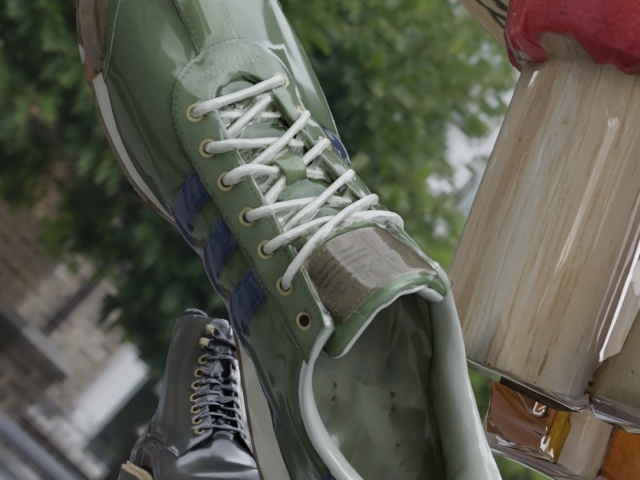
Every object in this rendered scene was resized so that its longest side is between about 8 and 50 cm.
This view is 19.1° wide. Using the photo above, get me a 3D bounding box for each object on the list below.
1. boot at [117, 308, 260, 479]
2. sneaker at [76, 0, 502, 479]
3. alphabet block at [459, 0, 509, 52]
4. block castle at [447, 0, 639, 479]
[{"bbox_3d":[-0.067,0.109,1.205,0.077,0.137,0.198,20,-10,-29],"label":"boot"},{"bbox_3d":[0.000,0.000,0.516,0.086,0.064,0.192,7,-60,61],"label":"sneaker"},{"bbox_3d":[0.178,-0.197,1.041,0.192,0.193,0.197,21,-14,48],"label":"alphabet block"},{"bbox_3d":[0.274,0.027,0.639,0.453,0.213,0.303,19,-10,14],"label":"block castle"}]
